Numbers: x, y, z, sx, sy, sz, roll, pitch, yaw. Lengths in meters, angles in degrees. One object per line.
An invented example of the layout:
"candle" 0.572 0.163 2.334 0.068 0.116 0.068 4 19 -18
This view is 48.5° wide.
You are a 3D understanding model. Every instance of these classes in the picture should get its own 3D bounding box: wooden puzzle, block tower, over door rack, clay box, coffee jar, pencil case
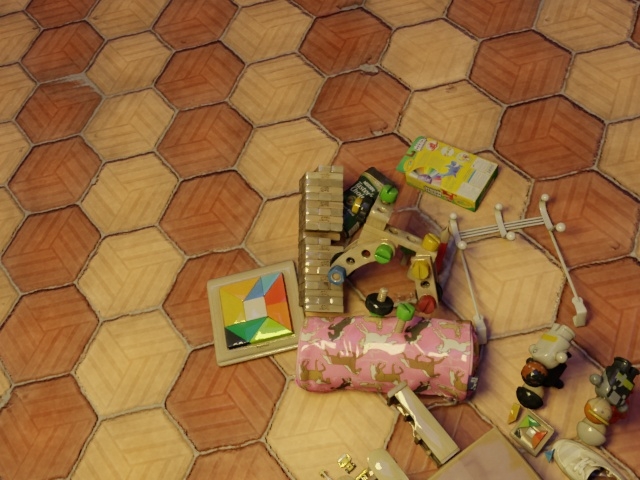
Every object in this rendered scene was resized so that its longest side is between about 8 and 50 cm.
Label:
"wooden puzzle" -0.153 0.164 1.672 0.221 0.044 0.238 -14 58 3
"block tower" 0.000 0.000 1.638 0.091 0.097 0.335 2 80 -12
"over door rack" 0.435 0.049 1.586 0.240 0.108 0.324 -11 59 6
"clay box" 0.313 -0.170 1.769 0.222 0.053 0.127 26 68 25
"coffee jar" 0.098 -0.097 1.754 0.184 0.079 0.096 -42 61 -14
"wooden puzzle" 0.421 0.385 1.423 0.116 0.014 0.078 31 101 36
"pencil case" 0.138 0.247 1.500 0.387 0.160 0.167 2 54 12

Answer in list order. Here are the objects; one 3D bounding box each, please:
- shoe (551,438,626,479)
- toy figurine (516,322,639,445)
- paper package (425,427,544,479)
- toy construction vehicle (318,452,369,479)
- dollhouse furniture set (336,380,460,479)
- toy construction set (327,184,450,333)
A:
"shoe" 0.540 0.456 1.354 0.076 0.058 0.219 -43 61 -14
"toy figurine" 0.492 0.284 1.379 0.213 0.209 0.148 33 77 26
"paper package" 0.311 0.565 1.275 0.310 0.168 0.325 -34 59 -11
"toy construction vehicle" 0.056 0.487 1.447 0.086 0.035 0.098 -37 60 -11
"dollhouse furniture set" 0.114 0.411 1.342 0.242 0.212 0.161 -36 69 -10
"toy construction set" 0.184 0.000 1.510 0.258 0.237 0.309 30 30 31
